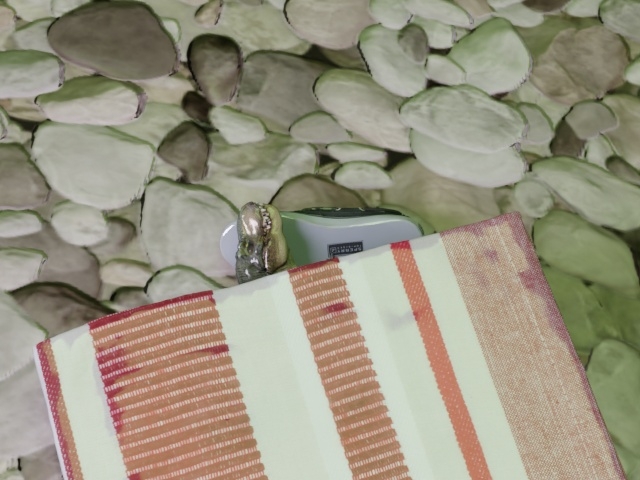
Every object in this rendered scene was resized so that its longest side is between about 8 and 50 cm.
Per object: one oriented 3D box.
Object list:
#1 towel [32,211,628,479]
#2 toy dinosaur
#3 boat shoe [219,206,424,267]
[{"bbox_3d":[0.009,0.125,1.149,0.329,0.037,0.237,-14,64,-9],"label":"towel"},{"bbox_3d":[0.044,0.077,1.227,0.118,0.064,0.268,-23,62,-22],"label":"toy dinosaur"},{"bbox_3d":[0.000,0.000,1.295,0.142,0.049,0.040,0,17,-8],"label":"boat shoe"}]
